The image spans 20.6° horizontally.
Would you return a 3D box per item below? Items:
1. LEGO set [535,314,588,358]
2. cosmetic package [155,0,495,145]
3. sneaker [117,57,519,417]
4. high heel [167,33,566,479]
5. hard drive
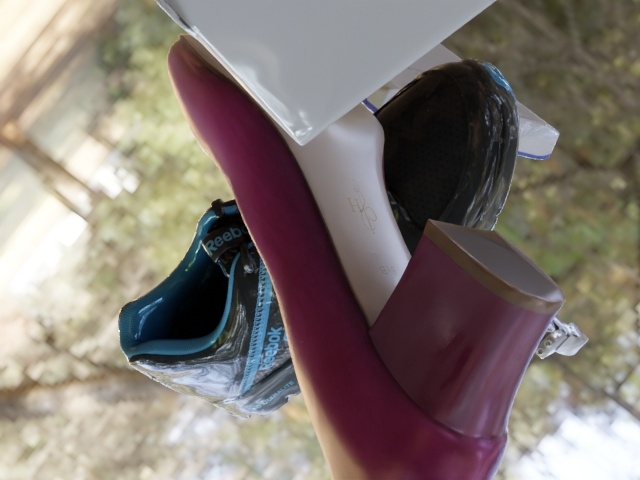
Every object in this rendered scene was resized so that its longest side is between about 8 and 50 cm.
[{"bbox_3d":[0.089,0.032,1.378,0.087,0.227,0.093,-51,164,26],"label":"LEGO set"},{"bbox_3d":[0.068,-0.239,0.797,0.365,0.197,0.155,-34,-156,18],"label":"cosmetic package"},{"bbox_3d":[0.000,0.000,1.243,0.341,0.139,0.125,-47,-130,20],"label":"sneaker"},{"bbox_3d":[-0.019,0.017,1.021,0.377,0.127,0.181,47,-63,49],"label":"high heel"},{"bbox_3d":[0.087,-0.180,1.866,0.319,0.210,0.040,47,-59,55],"label":"hard drive"}]
